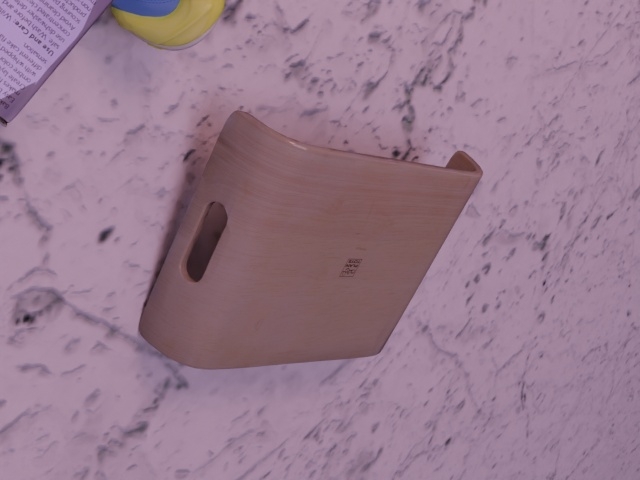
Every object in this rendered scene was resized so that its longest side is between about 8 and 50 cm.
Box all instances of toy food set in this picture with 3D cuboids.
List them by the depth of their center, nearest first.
[{"bbox_3d":[0.000,0.000,0.799,0.306,0.092,0.220,3,123,-46],"label":"toy food set"}]

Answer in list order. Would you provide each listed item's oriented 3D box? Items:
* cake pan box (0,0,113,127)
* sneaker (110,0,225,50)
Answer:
[{"bbox_3d":[-0.184,-0.230,0.416,0.267,0.070,0.246,40,82,-34],"label":"cake pan box"},{"bbox_3d":[-0.080,-0.243,0.548,0.126,0.091,0.240,18,101,-49],"label":"sneaker"}]
